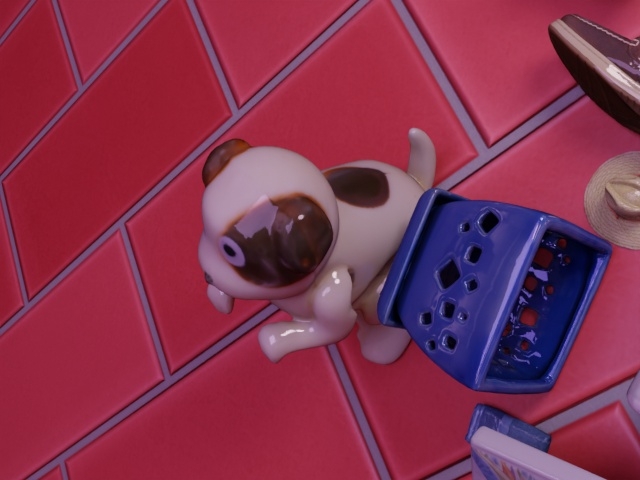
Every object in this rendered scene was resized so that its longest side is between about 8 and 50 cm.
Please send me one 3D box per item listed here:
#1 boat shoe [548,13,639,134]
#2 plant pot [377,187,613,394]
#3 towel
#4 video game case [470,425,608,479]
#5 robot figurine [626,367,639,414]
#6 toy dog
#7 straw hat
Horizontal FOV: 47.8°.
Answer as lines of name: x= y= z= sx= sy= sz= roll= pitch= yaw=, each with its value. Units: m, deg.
boat shoe: x=0.451 y=-0.208 z=0.946 sx=0.123 sy=0.123 sz=0.342 roll=-44 pitch=58 yaw=7
plant pot: x=0.227 y=0.059 z=0.993 sx=0.212 sy=0.236 sz=0.236 roll=27 pitch=99 yaw=42
towel: x=0.271 y=0.286 z=1.042 sx=0.119 sy=0.029 sz=0.067 roll=21 pitch=95 yaw=38
video game case: x=0.335 y=0.399 z=0.865 sx=0.329 sy=0.036 sz=0.300 roll=18 pitch=130 yaw=38
robot figurine: x=0.497 y=0.185 z=0.784 sx=0.299 sy=0.200 sz=0.354 roll=24 pitch=97 yaw=7
toy dog: x=0.000 y=0.000 z=1.054 sx=0.395 sy=0.407 sz=0.285 roll=-48 pitch=59 yaw=21
straw hat: x=0.418 y=-0.059 z=0.970 sx=0.144 sy=0.061 sz=0.145 roll=-6 pitch=79 yaw=36
